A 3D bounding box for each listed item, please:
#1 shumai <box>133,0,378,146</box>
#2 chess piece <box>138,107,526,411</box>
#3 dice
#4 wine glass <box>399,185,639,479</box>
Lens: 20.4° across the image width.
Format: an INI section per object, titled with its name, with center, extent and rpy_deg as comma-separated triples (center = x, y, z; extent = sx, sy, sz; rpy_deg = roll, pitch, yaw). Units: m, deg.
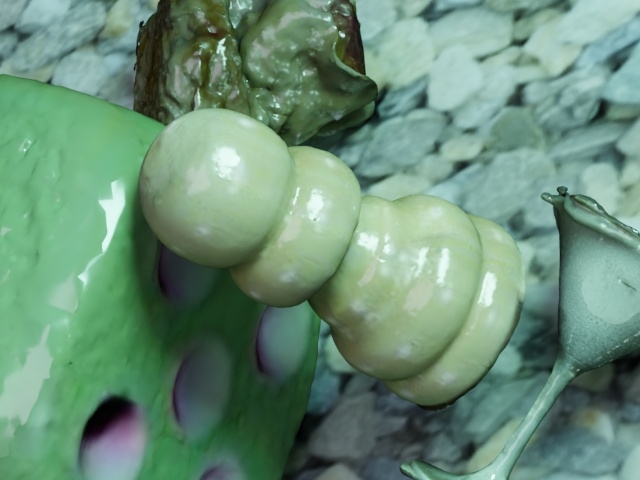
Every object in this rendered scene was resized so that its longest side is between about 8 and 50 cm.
[shumai]
center = -0.050, -0.122, 1.453
extent = 0.185, 0.218, 0.184
rpy_deg = 9, 84, -13
[chess piece]
center = 0.000, 0.000, 1.176
extent = 0.142, 0.261, 0.143
rpy_deg = -36, 38, 36
[dice]
center = -0.211, 0.082, 1.326
extent = 0.322, 0.330, 0.318
rpy_deg = 11, 71, 32
[wine glass]
center = 0.166, 0.097, 1.235
extent = 0.156, 0.156, 0.232
rpy_deg = 35, 93, 34
